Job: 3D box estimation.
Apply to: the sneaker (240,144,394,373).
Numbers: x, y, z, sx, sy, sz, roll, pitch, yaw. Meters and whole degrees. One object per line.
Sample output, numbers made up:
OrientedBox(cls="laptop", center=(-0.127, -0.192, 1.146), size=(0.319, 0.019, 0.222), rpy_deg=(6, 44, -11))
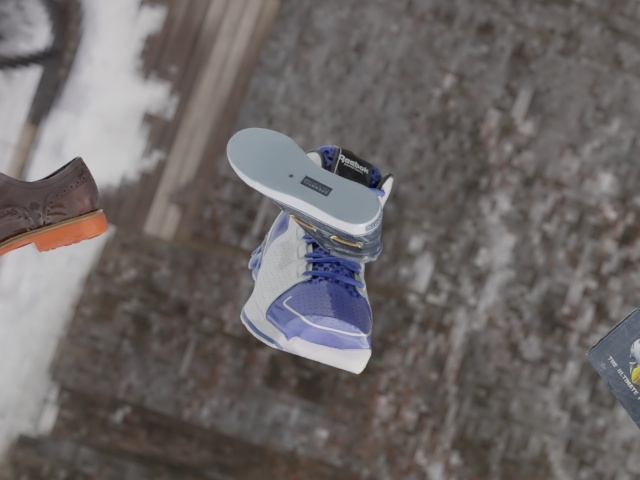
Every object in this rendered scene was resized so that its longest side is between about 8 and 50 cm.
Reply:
OrientedBox(cls="sneaker", center=(0.000, 0.000, 1.976), size=(0.315, 0.127, 0.182), rpy_deg=(-105, -145, -68))

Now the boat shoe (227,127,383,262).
OrientedBox(cls="boat shoe", center=(-0.017, -0.040, 1.857), size=(0.065, 0.183, 0.083), rpy_deg=(-48, 155, -23))

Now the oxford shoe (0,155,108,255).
OrientedBox(cls="oxford shoe", center=(-0.370, -0.022, 1.993), size=(0.097, 0.271, 0.098), rpy_deg=(-175, -109, -68))

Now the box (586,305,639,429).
OrientedBox(cls="box", center=(0.298, 0.131, 1.186), size=(0.183, 0.233, 0.059), rpy_deg=(-13, 153, -51))
